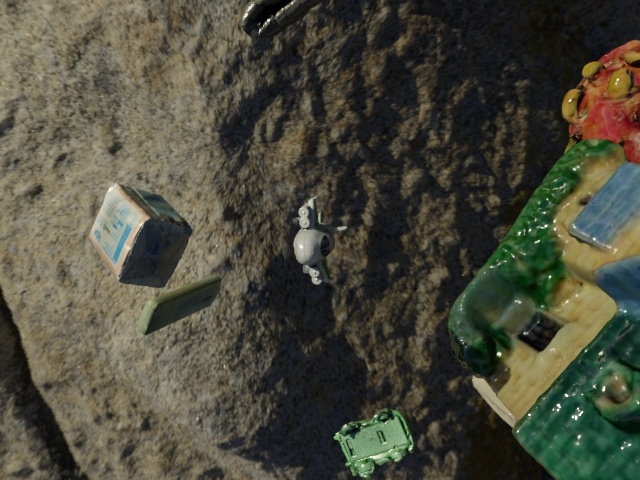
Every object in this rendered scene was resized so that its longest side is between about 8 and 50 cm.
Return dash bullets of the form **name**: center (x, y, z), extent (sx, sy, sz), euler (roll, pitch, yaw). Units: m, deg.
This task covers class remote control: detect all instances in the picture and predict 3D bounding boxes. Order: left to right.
- **remote control**: center (-0.330, 0.150, 1.288), extent (0.038, 0.233, 0.098), euler (39, 118, 17)

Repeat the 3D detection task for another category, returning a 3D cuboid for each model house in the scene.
- **model house**: center (0.390, 0.114, 0.655), extent (0.334, 0.342, 0.382), euler (38, 97, -8)

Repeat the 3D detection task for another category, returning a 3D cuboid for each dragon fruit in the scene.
- **dragon fruit**: center (0.600, -0.230, 1.053), extent (0.269, 0.250, 0.291), euler (-43, 113, -19)

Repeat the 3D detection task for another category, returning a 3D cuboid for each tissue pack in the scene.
- **tissue pack**: center (-0.174, -0.005, 0.521), extent (0.058, 0.094, 0.074), euler (20, 102, -46)

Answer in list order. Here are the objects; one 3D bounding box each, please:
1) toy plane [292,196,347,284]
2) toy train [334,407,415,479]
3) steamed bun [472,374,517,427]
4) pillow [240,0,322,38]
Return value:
- **toy plane**: center (-0.003, 0.000, 1.066), extent (0.080, 0.174, 0.174), euler (-6, 102, 18)
- **toy train**: center (0.093, 0.358, 0.967), extent (0.149, 0.081, 0.099), euler (-28, 78, 12)
- **steamed bun**: center (0.395, 0.284, 1.016), extent (0.177, 0.228, 0.131), euler (33, 95, -15)
- **pillow**: center (-0.017, -0.539, 1.122), extent (0.326, 0.228, 0.101), euler (-35, 109, 15)
